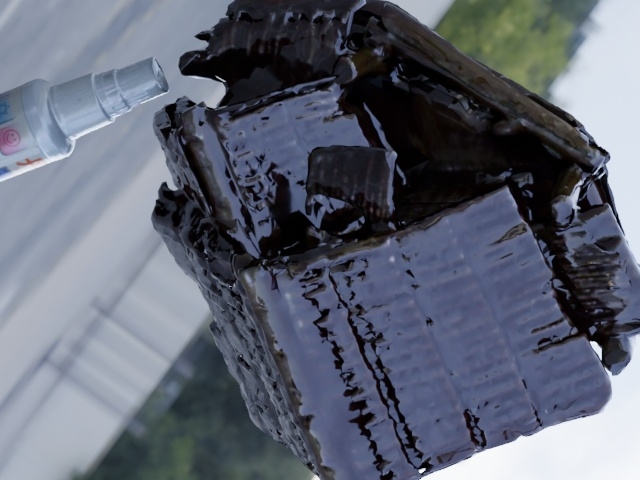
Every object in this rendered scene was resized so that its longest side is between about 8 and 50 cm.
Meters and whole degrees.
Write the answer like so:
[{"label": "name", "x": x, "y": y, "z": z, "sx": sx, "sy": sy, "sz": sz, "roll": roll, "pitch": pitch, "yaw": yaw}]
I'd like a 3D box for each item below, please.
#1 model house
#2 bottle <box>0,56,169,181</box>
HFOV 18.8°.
[{"label": "model house", "x": 0.034, "y": -0.009, "z": 1.244, "sx": 0.297, "sy": 0.317, "sz": 0.282, "roll": -13, "pitch": -165, "yaw": 29}, {"label": "bottle", "x": -0.207, "y": -0.074, "z": 1.310, "sx": 0.217, "sy": 0.060, "sz": 0.060, "roll": -21, "pitch": -170, "yaw": 12}]
